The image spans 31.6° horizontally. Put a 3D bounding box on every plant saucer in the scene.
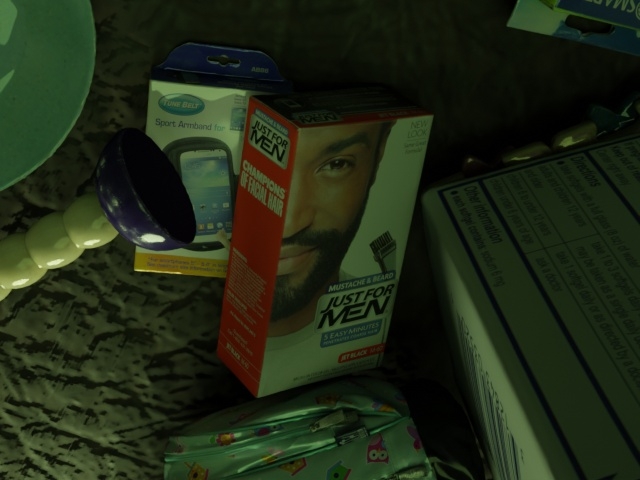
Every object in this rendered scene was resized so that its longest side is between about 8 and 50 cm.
[{"bbox_3d":[-0.215,-0.110,0.585,0.195,0.037,0.195,-5,119,-9],"label":"plant saucer"}]

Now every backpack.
[{"bbox_3d":[-0.001,0.144,0.680,0.182,0.152,0.115,-15,78,-2],"label":"backpack"}]

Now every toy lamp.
[{"bbox_3d":[-0.203,0.028,0.633,0.275,0.080,0.080,-27,117,14],"label":"toy lamp"}]

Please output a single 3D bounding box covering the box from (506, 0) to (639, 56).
[{"bbox_3d":[0.179,-0.179,0.585,0.109,0.042,0.178,7,117,-25],"label":"box"}]

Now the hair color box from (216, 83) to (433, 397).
[{"bbox_3d":[0.000,0.000,0.644,0.093,0.053,0.167,-10,121,-33],"label":"hair color box"}]

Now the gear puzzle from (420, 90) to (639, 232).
[{"bbox_3d":[0.188,0.063,0.729,0.175,0.044,0.339,-22,121,4],"label":"gear puzzle"}]

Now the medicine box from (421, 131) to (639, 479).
[{"bbox_3d":[0.224,0.059,0.552,0.289,0.263,0.149,-15,121,-1],"label":"medicine box"}]

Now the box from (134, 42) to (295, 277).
[{"bbox_3d":[-0.062,-0.043,0.648,0.081,0.028,0.136,5,119,-9],"label":"box"}]
